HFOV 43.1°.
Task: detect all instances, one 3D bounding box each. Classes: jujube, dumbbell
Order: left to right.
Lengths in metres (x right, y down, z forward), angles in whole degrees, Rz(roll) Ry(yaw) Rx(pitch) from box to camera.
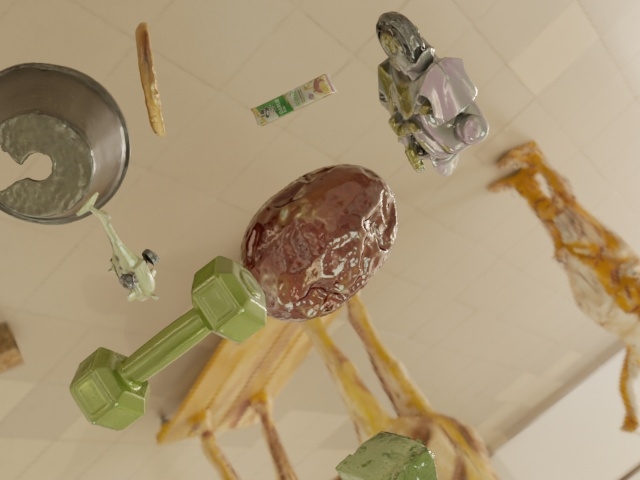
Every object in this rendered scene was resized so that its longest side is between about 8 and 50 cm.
[{"bbox_3d":[-0.213,0.147,1.140,0.302,0.121,0.108,-36,171,11],"label":"dumbbell"},{"bbox_3d":[-0.001,-0.001,1.729,0.377,0.276,0.276,-42,157,-36],"label":"jujube"}]

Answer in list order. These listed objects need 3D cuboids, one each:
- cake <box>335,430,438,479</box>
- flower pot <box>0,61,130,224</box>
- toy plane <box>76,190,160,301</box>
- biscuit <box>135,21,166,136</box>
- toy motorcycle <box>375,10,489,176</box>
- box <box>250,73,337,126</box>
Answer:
[{"bbox_3d":[0.097,0.382,1.053,0.099,0.100,0.235,-16,101,-42],"label":"cake"},{"bbox_3d":[-0.591,-0.188,1.758,0.379,0.251,0.380,-4,106,-14],"label":"flower pot"},{"bbox_3d":[-0.400,0.027,1.629,0.092,0.108,0.286,-52,150,-29],"label":"toy plane"},{"bbox_3d":[-0.330,-0.316,1.554,0.033,0.224,0.144,-10,177,-8],"label":"biscuit"},{"bbox_3d":[0.123,-0.142,0.875,0.073,0.152,0.225,-40,153,-10],"label":"toy motorcycle"},{"bbox_3d":[-0.064,-0.332,1.921,0.207,0.050,0.041,-22,180,17],"label":"box"}]
